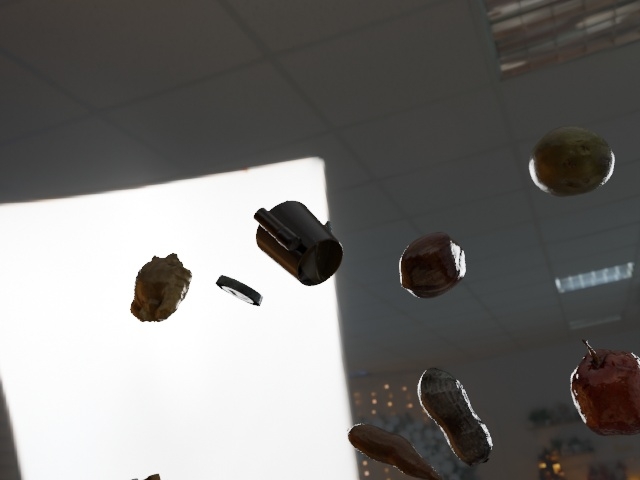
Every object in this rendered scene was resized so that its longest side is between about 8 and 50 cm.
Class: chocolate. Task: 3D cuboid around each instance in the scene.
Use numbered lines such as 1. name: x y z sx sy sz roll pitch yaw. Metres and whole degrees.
1. chocolate: 0.313 0.411 1.837 0.110 0.248 0.110 -31 -18 -11

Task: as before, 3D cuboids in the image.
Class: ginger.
1. ginger: -0.346 0.104 1.687 0.102 0.157 0.216 19 -15 -33

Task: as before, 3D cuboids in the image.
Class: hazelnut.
1. hazelnut: 0.344 0.077 2.445 0.181 0.181 0.212 -12 -53 29

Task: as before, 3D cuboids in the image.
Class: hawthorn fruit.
1. hawthorn fruit: 0.689 0.335 1.884 0.207 0.243 0.207 -30 12 7

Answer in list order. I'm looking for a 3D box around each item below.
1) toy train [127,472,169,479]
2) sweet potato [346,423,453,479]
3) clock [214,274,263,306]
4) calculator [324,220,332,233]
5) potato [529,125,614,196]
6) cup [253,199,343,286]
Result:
1. toy train: -0.299 0.450 1.328 0.127 0.089 0.219 -2 -24 -45
2. sweet potato: 0.122 0.336 1.238 0.195 0.056 0.056 20 1 34
3. clock: -0.132 0.082 1.286 0.085 0.017 0.085 25 -14 7
4. calculator: 0.000 0.000 2.199 0.018 0.057 0.172 -6 -19 -22
5. potato: 0.583 -0.178 1.855 0.159 0.174 0.251 -44 -7 -5
6. cup: -0.077 0.011 1.959 0.239 0.177 0.166 3 -61 -42
